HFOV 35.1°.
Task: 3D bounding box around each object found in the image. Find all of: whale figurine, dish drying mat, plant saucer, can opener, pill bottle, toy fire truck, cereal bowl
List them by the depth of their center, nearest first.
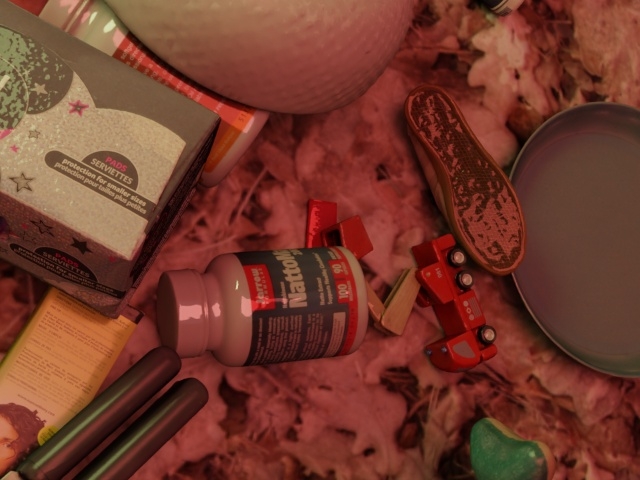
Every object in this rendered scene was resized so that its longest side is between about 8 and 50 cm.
[{"bbox_3d":[-0.200,0.194,0.808,0.283,0.095,0.076,-42,98,-27],"label":"can opener"},{"bbox_3d":[-0.045,-0.290,0.938,0.339,0.141,0.339,19,51,-25],"label":"cereal bowl"},{"bbox_3d":[0.173,0.308,0.940,0.141,0.216,0.272,-17,107,-23],"label":"whale figurine"},{"bbox_3d":[-0.156,-0.155,0.943,0.216,0.121,0.121,35,69,-13],"label":"pill bottle"},{"bbox_3d":[-0.056,0.063,0.949,0.180,0.108,0.108,-4,81,-23],"label":"pill bottle"},{"bbox_3d":[0.000,0.000,1.039,0.032,0.008,0.083,8,77,-21],"label":"dish drying mat"},{"bbox_3d":[0.092,0.056,1.040,0.135,0.047,0.192,-20,89,-28],"label":"toy fire truck"},{"bbox_3d":[0.336,-0.001,1.158,0.318,0.044,0.317,4,79,-22],"label":"plant saucer"}]

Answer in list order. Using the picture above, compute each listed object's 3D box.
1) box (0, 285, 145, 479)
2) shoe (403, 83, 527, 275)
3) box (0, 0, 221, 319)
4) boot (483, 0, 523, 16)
[{"bbox_3d":[-0.251,0.142,0.882,0.087,0.058,0.232,32,69,-14],"label":"box"},{"bbox_3d":[0.155,-0.064,1.077,0.077,0.058,0.219,-25,85,-1],"label":"shoe"},{"bbox_3d":[-0.236,-0.073,0.847,0.247,0.142,0.163,28,60,-2],"label":"box"},{"bbox_3d":[0.227,-0.356,1.166,0.086,0.069,0.190,35,71,-16],"label":"boot"}]
